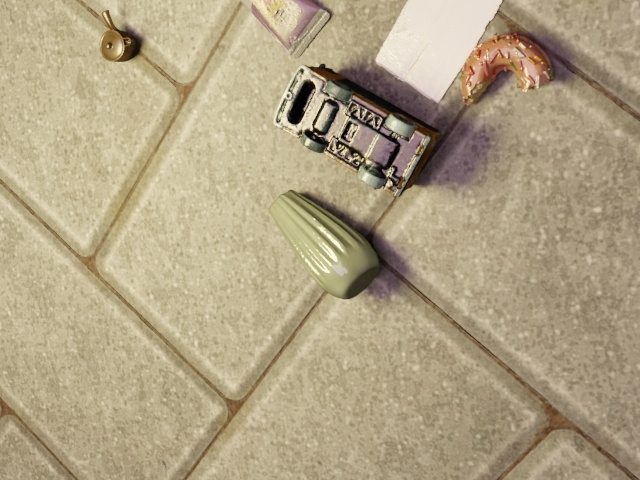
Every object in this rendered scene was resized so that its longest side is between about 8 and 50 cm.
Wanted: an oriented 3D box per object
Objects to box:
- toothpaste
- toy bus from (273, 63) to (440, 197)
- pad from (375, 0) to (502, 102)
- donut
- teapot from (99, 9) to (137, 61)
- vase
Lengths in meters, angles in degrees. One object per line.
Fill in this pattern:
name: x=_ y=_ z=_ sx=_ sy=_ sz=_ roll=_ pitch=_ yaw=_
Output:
toothpaste: x=-0.123 y=-0.497 z=1.505 sx=0.299 sy=0.073 sz=0.114 roll=44 pitch=114 yaw=3
toy bus: x=0.070 y=-0.208 z=1.413 sx=0.275 sy=0.167 sz=0.138 roll=31 pitch=111 yaw=11
pad: x=0.215 y=-0.387 z=1.403 sx=0.156 sy=0.004 sz=0.232 roll=36 pitch=112 yaw=14
donut: x=0.317 y=-0.307 z=1.339 sx=0.166 sy=0.065 sz=0.117 roll=-12 pitch=95 yaw=24
teapot: x=-0.431 y=-0.440 z=1.640 sx=0.085 sy=0.080 sz=0.110 roll=-12 pitch=95 yaw=26
vase: x=0.000 y=0.000 z=1.509 sx=0.248 sy=0.128 sz=0.128 roll=45 pitch=114 yaw=21
